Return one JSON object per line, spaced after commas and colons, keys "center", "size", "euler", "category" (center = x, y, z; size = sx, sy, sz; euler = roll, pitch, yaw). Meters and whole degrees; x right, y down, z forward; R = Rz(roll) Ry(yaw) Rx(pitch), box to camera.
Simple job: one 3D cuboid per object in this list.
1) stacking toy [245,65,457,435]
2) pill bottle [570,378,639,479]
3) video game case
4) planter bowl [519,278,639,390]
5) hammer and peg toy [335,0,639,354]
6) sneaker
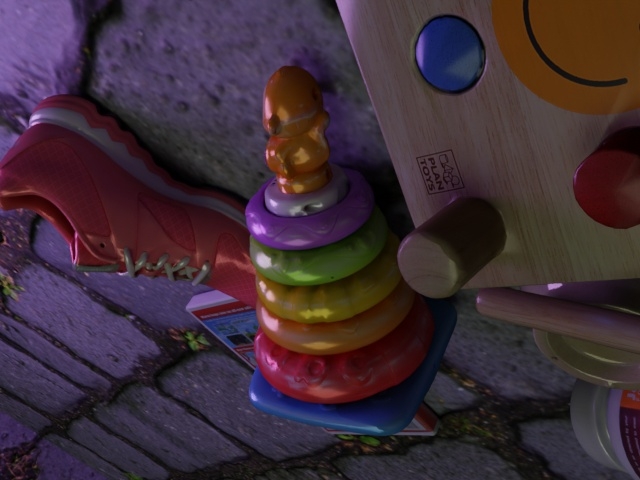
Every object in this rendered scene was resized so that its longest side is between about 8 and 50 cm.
{"center": [0.000, 0.000, 0.599], "size": [0.166, 0.175, 0.301], "euler": [5, 128, 28], "category": "stacking toy"}
{"center": [0.288, 0.133, 0.519], "size": [0.121, 0.121, 0.221], "euler": [37, 165, -11], "category": "pill bottle"}
{"center": [-0.011, 0.153, 0.899], "size": [0.204, 0.025, 0.285], "euler": [-16, 126, 48], "category": "video game case"}
{"center": [0.207, 0.032, 0.499], "size": [0.162, 0.109, 0.162], "euler": [20, 145, 15], "category": "planter bowl"}
{"center": [0.133, -0.050, 0.325], "size": [0.266, 0.127, 0.361], "euler": [-7, 109, 43], "category": "hammer and peg toy"}
{"center": [-0.175, -0.002, 0.715], "size": [0.314, 0.136, 0.116], "euler": [34, 147, -6], "category": "sneaker"}
